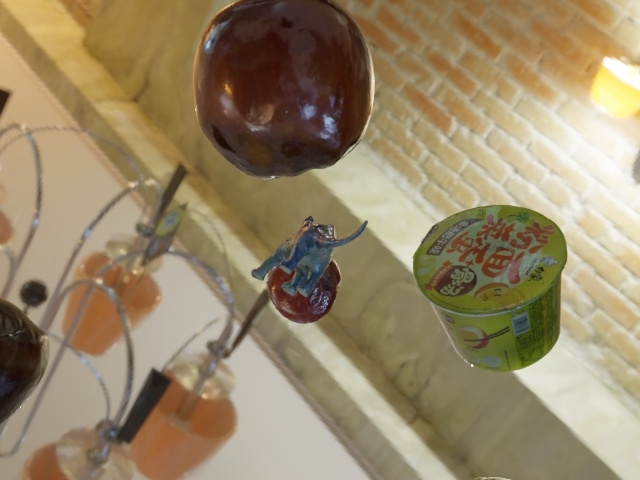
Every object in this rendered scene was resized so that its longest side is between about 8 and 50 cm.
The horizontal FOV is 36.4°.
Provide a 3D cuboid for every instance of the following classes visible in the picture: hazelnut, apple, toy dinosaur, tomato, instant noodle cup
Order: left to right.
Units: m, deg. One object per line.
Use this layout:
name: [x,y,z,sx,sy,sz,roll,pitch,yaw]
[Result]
hazelnut: [-0.513,0.179,1.393,0.229,0.229,0.229,26,-153,-14]
apple: [-0.043,-0.181,1.164,0.230,0.230,0.230,26,-153,-14]
toy dinosaur: [-0.022,0.022,1.449,0.076,0.144,0.329,42,172,-11]
tomato: [-0.027,0.089,2.248,0.173,0.099,0.189,35,-118,-16]
instant noodle cup: [0.352,0.106,1.958,0.311,0.311,0.221,-112,2,-50]

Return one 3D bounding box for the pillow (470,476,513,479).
pillow: [0.324,0.387,1.410,0.208,0.053,0.119,17,167,-2]
